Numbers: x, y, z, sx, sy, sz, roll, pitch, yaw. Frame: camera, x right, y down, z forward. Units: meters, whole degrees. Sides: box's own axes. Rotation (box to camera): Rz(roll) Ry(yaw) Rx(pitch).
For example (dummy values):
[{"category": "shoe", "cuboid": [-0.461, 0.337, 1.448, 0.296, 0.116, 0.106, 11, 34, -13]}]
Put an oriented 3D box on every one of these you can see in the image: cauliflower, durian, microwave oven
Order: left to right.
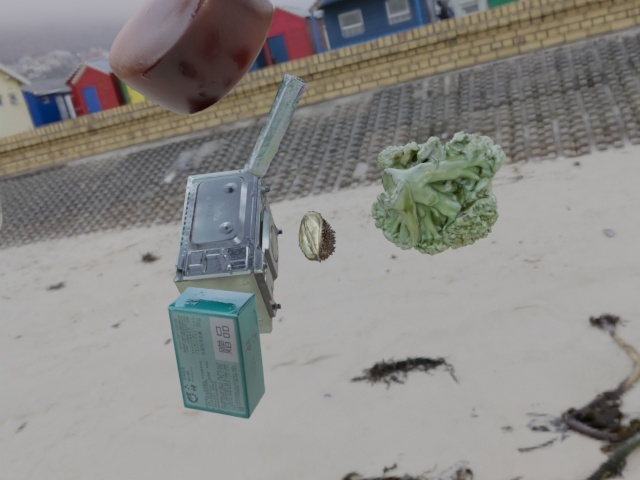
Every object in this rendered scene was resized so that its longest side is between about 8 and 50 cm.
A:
[{"category": "microwave oven", "cuboid": [-0.248, 0.037, 1.896, 0.247, 0.333, 0.394, -5, 51, 4]}, {"category": "durian", "cuboid": [0.002, -0.002, 1.505, 0.071, 0.110, 0.140, 2, 48, -25]}, {"category": "cauliflower", "cuboid": [0.226, -0.116, 1.365, 0.327, 0.281, 0.260, -37, 40, 23]}]

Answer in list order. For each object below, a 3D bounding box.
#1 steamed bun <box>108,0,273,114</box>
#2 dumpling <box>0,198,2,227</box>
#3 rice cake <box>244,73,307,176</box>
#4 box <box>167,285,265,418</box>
[{"category": "steamed bun", "cuboid": [-0.293, -0.440, 1.458, 0.379, 0.248, 0.235, -29, -37, 29]}, {"category": "dumpling", "cuboid": [-0.692, -0.048, 1.213, 0.341, 0.260, 0.181, 8, 38, 22]}, {"category": "rice cake", "cuboid": [-0.087, -0.215, 1.243, 0.043, 0.210, 0.034, 16, 21, -28]}, {"category": "box", "cuboid": [-0.203, 0.222, 1.295, 0.153, 0.244, 0.092, 5, 26, 16]}]
